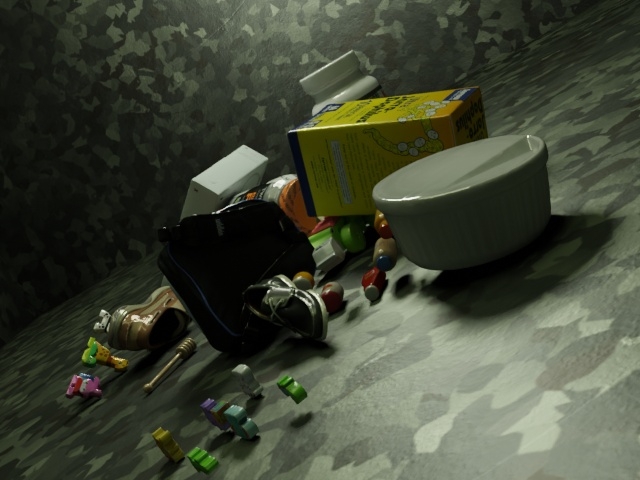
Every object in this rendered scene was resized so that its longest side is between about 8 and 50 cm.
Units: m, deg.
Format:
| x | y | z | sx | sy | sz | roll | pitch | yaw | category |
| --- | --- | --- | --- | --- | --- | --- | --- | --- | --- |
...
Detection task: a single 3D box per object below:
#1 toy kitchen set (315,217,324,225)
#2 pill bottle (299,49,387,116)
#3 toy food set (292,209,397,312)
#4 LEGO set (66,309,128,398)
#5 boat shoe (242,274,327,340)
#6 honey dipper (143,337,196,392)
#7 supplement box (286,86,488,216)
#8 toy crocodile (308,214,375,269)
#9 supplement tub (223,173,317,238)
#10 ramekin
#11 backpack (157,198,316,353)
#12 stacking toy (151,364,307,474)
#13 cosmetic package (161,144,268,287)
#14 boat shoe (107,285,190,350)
| x | y | z | sx | sy | sz | roll | pitch | yaw | category |
| --- | --- | --- | --- | --- | --- | --- | --- | --- | --- |
| 0.000 | 0.000 | 1.894 | 0.075 | 0.083 | 0.068 | -35 | 53 | -20 | toy kitchen set |
| 0.106 | -0.327 | 2.295 | 0.210 | 0.363 | 0.210 | -29 | 11 | 6 | pill bottle |
| 0.051 | 0.049 | 1.389 | 0.232 | 0.111 | 0.104 | -35 | 11 | 15 | toy food set |
| -0.486 | 0.279 | 1.859 | 0.087 | 0.093 | 0.227 | 110 | 174 | -49 | LEGO set |
| -0.057 | 0.115 | 1.355 | 0.079 | 0.084 | 0.233 | -6 | 14 | -26 | boat shoe |
| -0.302 | 0.250 | 1.647 | 0.030 | 0.031 | 0.161 | -23 | 15 | 36 | honey dipper |
| 0.145 | -0.178 | 1.686 | 0.356 | 0.195 | 0.194 | -1 | 25 | 29 | supplement box |
| 0.050 | -0.033 | 1.788 | 0.115 | 0.105 | 0.340 | -23 | 13 | 34 | toy crocodile |
| -0.107 | -0.056 | 2.090 | 0.193 | 0.194 | 0.316 | -37 | 12 | -33 | supplement tub |
| 0.224 | -0.056 | 1.256 | 0.272 | 0.127 | 0.273 | -19 | 15 | 5 | ramekin |
| -0.148 | 0.058 | 1.574 | 0.263 | 0.277 | 0.213 | -33 | -3 | -29 | backpack |
| -0.124 | 0.247 | 1.129 | 0.167 | 0.052 | 0.221 | -37 | 14 | -25 | stacking toy |
| -0.298 | -0.051 | 2.326 | 0.284 | 0.097 | 0.377 | -43 | -21 | -53 | cosmetic package |
| -0.362 | 0.190 | 1.925 | 0.116 | 0.123 | 0.324 | 10 | 17 | 19 | boat shoe |
